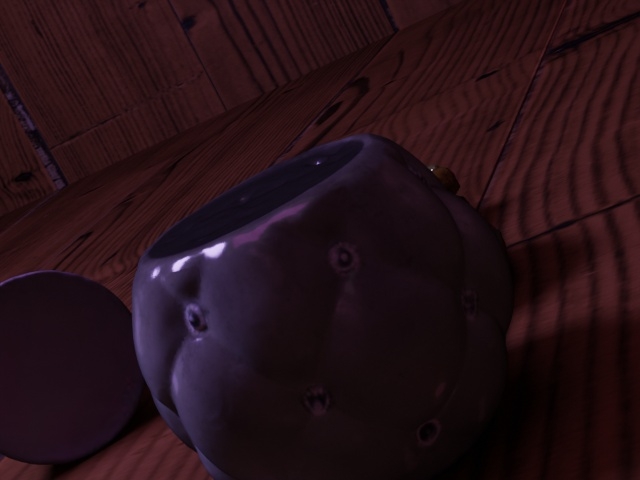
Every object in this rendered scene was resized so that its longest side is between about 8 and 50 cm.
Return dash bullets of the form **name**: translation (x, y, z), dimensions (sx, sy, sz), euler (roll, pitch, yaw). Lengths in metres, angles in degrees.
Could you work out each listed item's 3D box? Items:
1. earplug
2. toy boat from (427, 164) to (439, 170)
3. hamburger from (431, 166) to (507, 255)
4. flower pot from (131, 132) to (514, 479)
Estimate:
- **earplug**: translation (-0.274, 0.114, 1.303), dimensions (0.172, 0.172, 0.301), euler (-30, 6, -13)
- **toy boat**: translation (0.001, 0.006, 1.311), dimensions (0.276, 0.084, 0.111), euler (-17, 13, 26)
- **hamburger**: translation (0.055, 0.023, 1.082), dimensions (0.185, 0.113, 0.177), euler (-36, 19, -3)
- **flower pot**: translation (0.004, 0.055, 0.837), dimensions (0.246, 0.195, 0.246), euler (-27, 12, 6)
